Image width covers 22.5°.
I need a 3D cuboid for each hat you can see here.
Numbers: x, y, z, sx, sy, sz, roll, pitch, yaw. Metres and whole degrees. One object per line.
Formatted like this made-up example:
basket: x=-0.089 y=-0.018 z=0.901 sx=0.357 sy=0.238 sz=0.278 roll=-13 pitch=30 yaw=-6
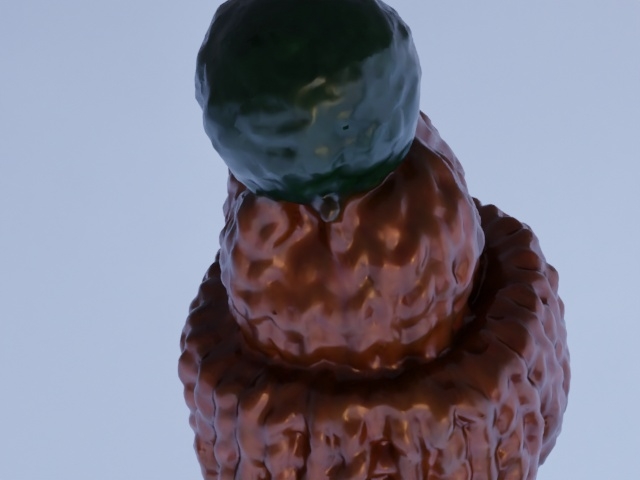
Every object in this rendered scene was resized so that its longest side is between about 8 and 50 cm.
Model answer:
hat: x=0.000 y=0.000 z=1.038 sx=0.285 sy=0.400 sz=0.285 roll=-16 pitch=-148 yaw=11
